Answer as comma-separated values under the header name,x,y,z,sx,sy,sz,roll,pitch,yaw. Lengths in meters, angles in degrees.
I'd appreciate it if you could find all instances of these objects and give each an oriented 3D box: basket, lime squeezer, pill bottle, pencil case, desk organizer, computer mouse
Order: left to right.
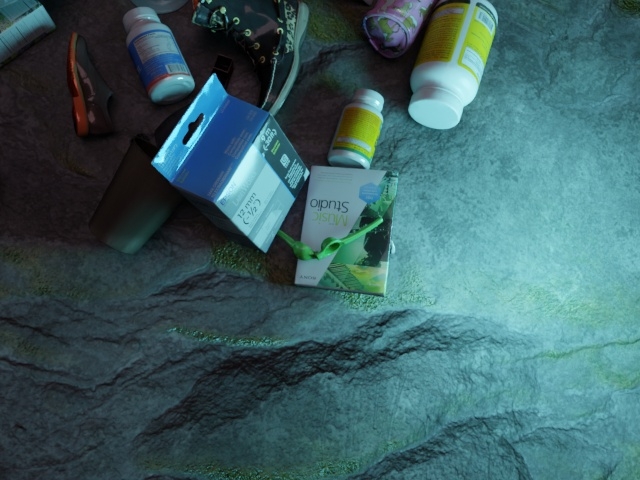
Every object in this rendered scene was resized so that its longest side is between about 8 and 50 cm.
name,x,y,z,sx,sy,sz,roll,pitch,yaw
basket,-0.423,-0.094,1.145,0.204,0.154,0.227,41,99,30
pill bottle,-0.422,-0.476,1.256,0.124,0.124,0.222,-24,83,-13
computer mouse,-0.335,-0.267,1.240,0.272,0.072,0.188,-40,88,-6
desk organizer,-0.273,-0.427,1.309,0.047,0.050,0.130,18,77,-6
lime squeezer,0.000,0.000,1.213,0.310,0.059,0.110,-2,47,12
pill bottle,0.101,-0.294,1.312,0.117,0.117,0.209,19,77,-6
pencil case,0.262,-0.715,1.393,0.167,0.160,0.386,25,76,18
pill bottle,0.359,-0.490,1.356,0.187,0.188,0.334,21,77,-5

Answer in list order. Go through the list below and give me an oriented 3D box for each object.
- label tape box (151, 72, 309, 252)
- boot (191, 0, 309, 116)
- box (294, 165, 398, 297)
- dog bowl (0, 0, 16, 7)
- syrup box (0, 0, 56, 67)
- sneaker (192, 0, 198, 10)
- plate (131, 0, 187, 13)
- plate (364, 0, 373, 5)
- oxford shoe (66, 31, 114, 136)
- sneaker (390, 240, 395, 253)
name,x,y,z,sx,sy,sz,roll,pitch,yaw
label tape box,-0.184,-0.163,1.121,0.115,0.348,0.249,18,71,30
boot,-0.191,-0.515,1.256,0.284,0.138,0.378,20,72,-24
box,0.069,-0.028,1.254,0.232,0.058,0.322,5,79,11
dog bowl,-0.788,-0.681,1.176,0.348,0.102,0.349,-7,57,10
syrup box,-0.800,-0.520,1.215,0.093,0.096,0.237,44,76,3
sneaker,-0.321,-0.671,1.334,0.064,0.067,0.175,-20,86,-32
plate,-0.448,-0.716,1.347,0.188,0.024,0.188,2,79,-9
plate,0.075,-0.854,1.371,0.277,0.045,0.278,13,74,-44
oxford shoe,-0.585,-0.394,1.242,0.098,0.097,0.272,-7,85,-31
sneaker,0.135,-0.019,1.303,0.064,0.061,0.158,-36,76,-6
